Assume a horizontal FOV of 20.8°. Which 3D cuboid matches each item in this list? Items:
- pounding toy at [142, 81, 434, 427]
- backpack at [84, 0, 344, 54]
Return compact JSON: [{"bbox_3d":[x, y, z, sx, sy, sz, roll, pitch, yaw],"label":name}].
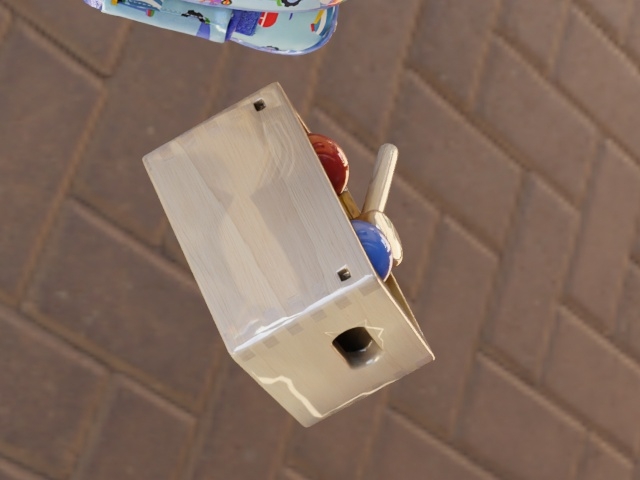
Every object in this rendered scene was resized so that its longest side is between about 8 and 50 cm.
[{"bbox_3d":[0.000,0.000,0.810,0.130,0.100,0.141,64,5,28],"label":"pounding toy"},{"bbox_3d":[-0.041,-0.128,0.581,0.158,0.173,0.117,12,118,-19],"label":"backpack"}]
